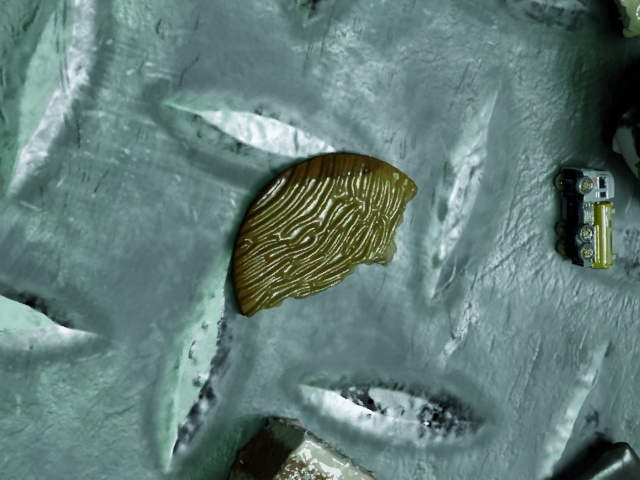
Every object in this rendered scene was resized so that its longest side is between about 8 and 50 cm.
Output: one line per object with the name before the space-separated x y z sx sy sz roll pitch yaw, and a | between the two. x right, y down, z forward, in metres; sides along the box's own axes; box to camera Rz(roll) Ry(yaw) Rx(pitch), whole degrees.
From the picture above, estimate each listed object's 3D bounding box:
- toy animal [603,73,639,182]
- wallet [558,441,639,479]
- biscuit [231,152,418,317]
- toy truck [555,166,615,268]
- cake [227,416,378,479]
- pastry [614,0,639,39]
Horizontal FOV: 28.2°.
toy animal | 0.437 -0.126 1.406 0.212 0.267 0.213 0 90 -3
wallet | 0.305 0.365 1.546 0.245 0.052 0.169 -33 112 -6
biscuit | 0.000 0.000 1.391 0.176 0.031 0.229 34 84 -19
toy truck | 0.315 -0.026 1.494 0.062 0.052 0.123 -7 101 -24
cake | -0.031 0.275 1.359 0.134 0.135 0.147 33 85 -18
pastry | 0.441 -0.303 1.485 0.258 0.089 0.122 -14 105 -17
